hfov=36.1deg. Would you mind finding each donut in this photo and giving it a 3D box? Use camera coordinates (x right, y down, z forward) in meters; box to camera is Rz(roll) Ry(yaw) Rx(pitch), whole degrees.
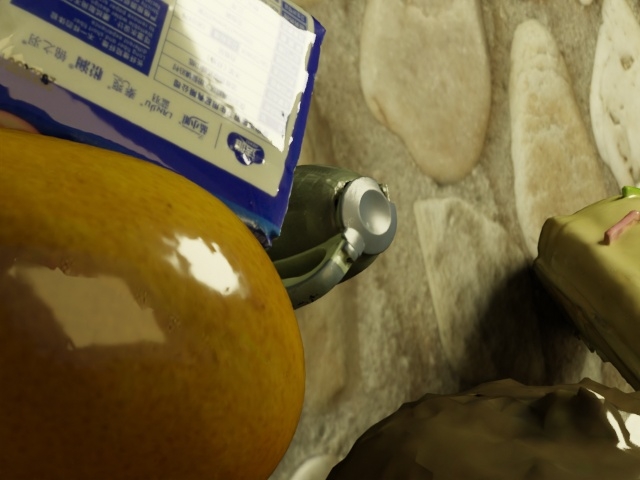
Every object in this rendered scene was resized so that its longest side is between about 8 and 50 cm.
[{"bbox_3d":[0.353,0.093,0.971,0.150,0.371,0.307,-37,139,5],"label":"donut"}]

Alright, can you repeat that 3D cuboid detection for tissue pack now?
[{"bbox_3d":[-0.144,-0.119,0.704,0.269,0.137,0.209,24,68,-34],"label":"tissue pack"}]

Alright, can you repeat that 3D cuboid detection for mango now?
[{"bbox_3d":[-0.185,0.054,0.560,0.378,0.264,0.221,29,24,-31],"label":"mango"}]

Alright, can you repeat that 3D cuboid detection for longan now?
[{"bbox_3d":[0.173,0.280,0.771,0.391,0.391,0.391,8,78,-41],"label":"longan"}]

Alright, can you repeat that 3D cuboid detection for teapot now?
[{"bbox_3d":[-0.002,-0.011,0.829,0.149,0.108,0.111,-21,96,-42],"label":"teapot"}]
